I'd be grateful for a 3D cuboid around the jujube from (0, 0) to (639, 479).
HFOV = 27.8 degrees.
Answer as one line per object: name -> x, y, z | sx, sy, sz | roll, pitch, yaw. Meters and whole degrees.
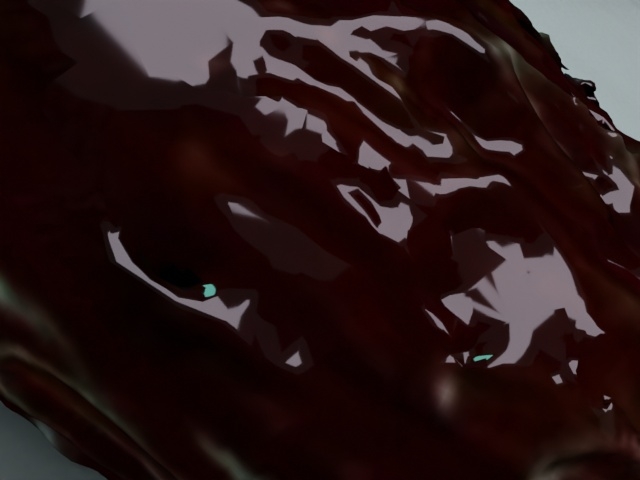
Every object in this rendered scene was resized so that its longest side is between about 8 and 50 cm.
jujube -> 0.000, 0.000, 0.508 | 0.377, 0.258, 0.258 | 34, 32, 2
